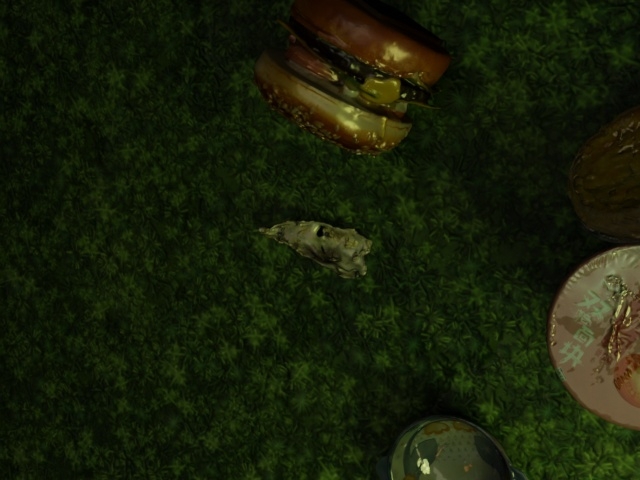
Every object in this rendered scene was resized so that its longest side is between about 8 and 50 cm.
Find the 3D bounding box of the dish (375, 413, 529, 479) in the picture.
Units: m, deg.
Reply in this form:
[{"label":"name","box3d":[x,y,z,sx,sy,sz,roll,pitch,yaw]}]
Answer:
[{"label":"dish","box3d":[0.218,0.383,1.337,0.236,0.086,0.227,24,106,22]}]

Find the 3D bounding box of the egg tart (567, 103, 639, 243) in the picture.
[{"label":"egg tart","box3d":[0.462,-0.091,1.145,0.234,0.094,0.234,-33,38,31]}]

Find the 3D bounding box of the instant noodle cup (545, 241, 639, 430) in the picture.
[{"label":"instant noodle cup","box3d":[0.451,0.114,1.121,0.243,0.231,0.242,2,95,26]}]

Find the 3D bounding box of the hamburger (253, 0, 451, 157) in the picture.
[{"label":"hamburger","box3d":[0.045,-0.262,1.270,0.291,0.291,0.225,35,111,19]}]

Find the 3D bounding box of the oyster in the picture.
[{"label":"oyster","box3d":[0.000,0.000,1.438,0.200,0.061,0.106,37,91,16]}]
